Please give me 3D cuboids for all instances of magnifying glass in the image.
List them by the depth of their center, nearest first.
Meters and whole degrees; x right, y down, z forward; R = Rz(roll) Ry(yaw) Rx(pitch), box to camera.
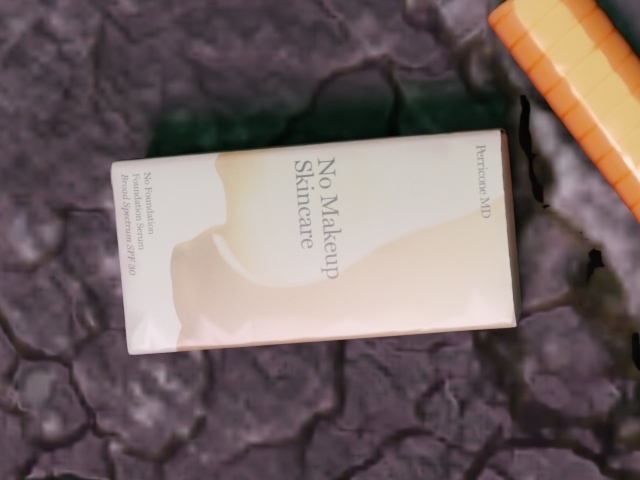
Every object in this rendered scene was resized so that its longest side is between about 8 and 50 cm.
[{"bbox_3d":[0.129,0.018,0.527,0.092,0.026,0.231,-37,87,8],"label":"magnifying glass"}]

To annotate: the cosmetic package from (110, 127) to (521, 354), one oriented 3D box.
[{"bbox_3d":[0.000,0.000,0.535,0.115,0.041,0.060,-6,92,8],"label":"cosmetic package"}]
